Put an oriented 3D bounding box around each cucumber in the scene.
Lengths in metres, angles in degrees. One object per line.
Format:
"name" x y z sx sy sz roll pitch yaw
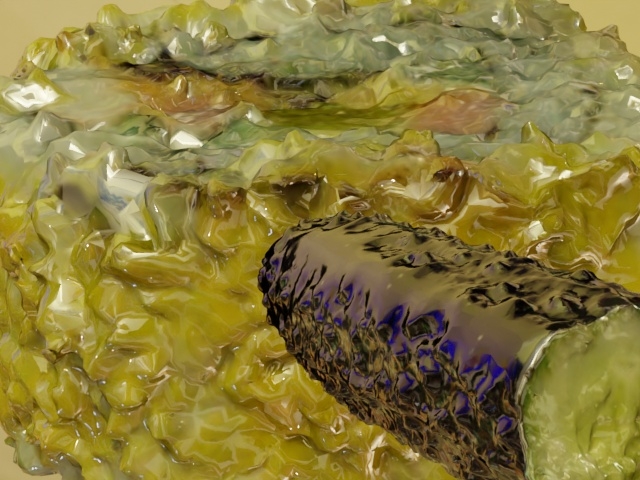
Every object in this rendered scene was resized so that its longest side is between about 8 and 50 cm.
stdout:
"cucumber" 0.031 0.031 0.563 0.072 0.300 0.072 -2 97 -18

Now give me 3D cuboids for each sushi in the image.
"sushi" 0.000 0.000 0.960 0.396 0.351 0.240 -6 117 -7
